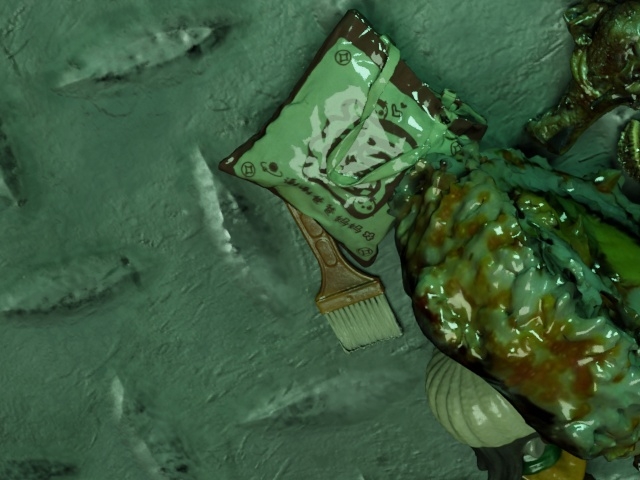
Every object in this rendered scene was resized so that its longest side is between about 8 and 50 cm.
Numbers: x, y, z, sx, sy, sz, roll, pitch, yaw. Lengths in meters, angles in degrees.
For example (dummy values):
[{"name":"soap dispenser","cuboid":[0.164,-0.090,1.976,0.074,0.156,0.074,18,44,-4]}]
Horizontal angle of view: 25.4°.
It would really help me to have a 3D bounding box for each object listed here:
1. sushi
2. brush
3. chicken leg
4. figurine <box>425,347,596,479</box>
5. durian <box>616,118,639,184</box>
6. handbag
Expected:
[{"name":"sushi","cuboid":[0.250,0.046,1.456,0.417,0.417,0.176,35,117,-8]},{"name":"brush","cuboid":[0.000,0.000,1.706,0.090,0.017,0.314,-20,112,19]},{"name":"chicken leg","cuboid":[0.301,-0.172,1.514,0.125,0.080,0.196,23,129,11]},{"name":"figurine","cuboid":[0.229,0.236,1.691,0.204,0.185,0.332,-13,116,-21]},{"name":"durian","cuboid":[0.385,-0.074,1.549,0.110,0.071,0.140,-13,120,19]},{"name":"handbag","cuboid":[0.040,-0.106,1.576,0.213,0.127,0.235,37,108,-11]}]
